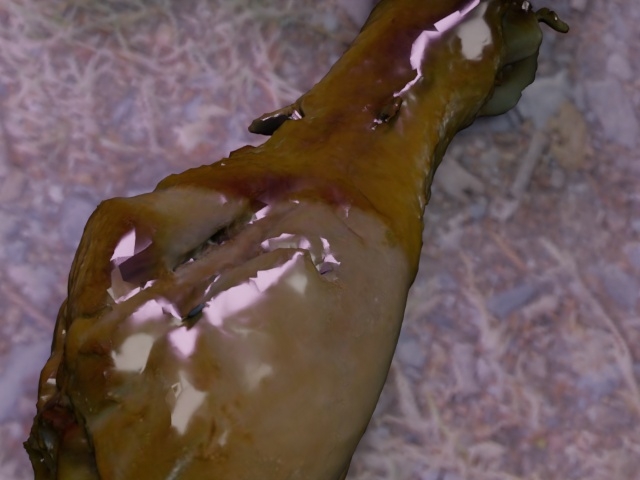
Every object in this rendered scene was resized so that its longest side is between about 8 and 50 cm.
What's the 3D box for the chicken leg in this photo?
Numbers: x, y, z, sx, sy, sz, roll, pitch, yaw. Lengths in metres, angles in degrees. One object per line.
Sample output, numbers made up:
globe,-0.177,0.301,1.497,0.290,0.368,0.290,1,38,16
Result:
chicken leg,0.000,0.000,0.815,0.201,0.153,0.429,42,62,-14
